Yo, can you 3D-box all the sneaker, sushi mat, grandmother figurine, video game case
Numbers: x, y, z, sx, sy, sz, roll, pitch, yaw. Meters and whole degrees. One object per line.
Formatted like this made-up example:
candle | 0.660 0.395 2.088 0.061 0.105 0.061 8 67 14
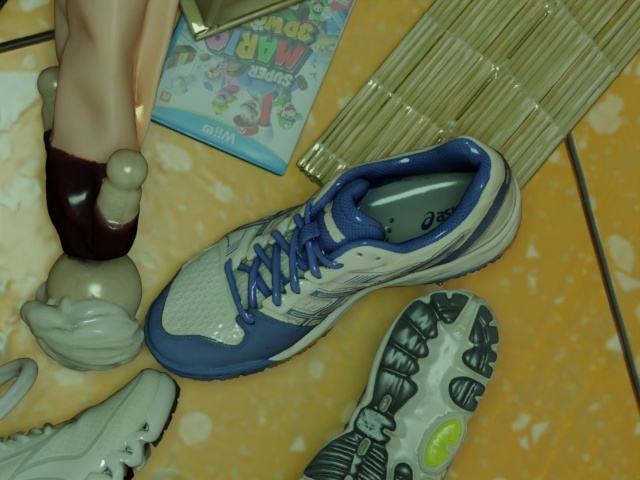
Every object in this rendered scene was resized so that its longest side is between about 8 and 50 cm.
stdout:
sneaker | 0.000 0.000 1.345 0.296 0.131 0.112 -26 69 0
sneaker | -0.228 0.182 1.344 0.292 0.110 0.118 -41 88 -9
sushi mat | 0.137 -0.129 1.450 0.151 0.019 0.316 42 83 -9
grandmother figurine | -0.155 -0.065 1.313 0.104 0.208 0.342 1 110 -12
sneaker | 0.053 0.163 1.389 0.107 0.110 0.275 32 87 3
video game case | -0.051 -0.148 1.417 0.119 0.015 0.166 23 86 -10

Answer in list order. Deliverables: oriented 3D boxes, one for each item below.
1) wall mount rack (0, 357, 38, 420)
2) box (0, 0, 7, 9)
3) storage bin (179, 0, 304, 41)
wall mount rack | -0.350 0.158 1.214 0.350 0.304 0.130 -40 103 -9
box | -0.357 -0.213 1.294 0.270 0.143 0.165 36 82 -8
storage bin | -0.013 -0.321 1.362 0.262 0.123 0.260 -21 88 -10
